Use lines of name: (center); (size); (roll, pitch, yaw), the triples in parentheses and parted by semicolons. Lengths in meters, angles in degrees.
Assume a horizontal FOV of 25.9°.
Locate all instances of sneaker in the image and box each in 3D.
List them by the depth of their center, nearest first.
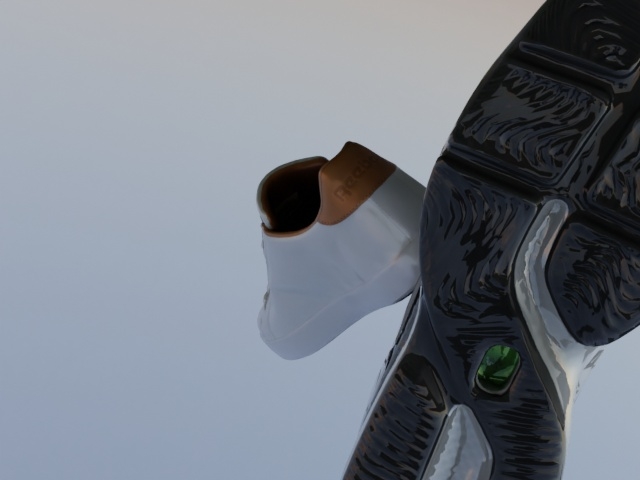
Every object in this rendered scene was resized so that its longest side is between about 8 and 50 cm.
sneaker: (0.131, -0.010, 0.895); (0.169, 0.448, 0.257); (23, -160, -4)
sneaker: (0.000, 0.000, 1.012); (0.123, 0.106, 0.290); (43, 153, -3)
